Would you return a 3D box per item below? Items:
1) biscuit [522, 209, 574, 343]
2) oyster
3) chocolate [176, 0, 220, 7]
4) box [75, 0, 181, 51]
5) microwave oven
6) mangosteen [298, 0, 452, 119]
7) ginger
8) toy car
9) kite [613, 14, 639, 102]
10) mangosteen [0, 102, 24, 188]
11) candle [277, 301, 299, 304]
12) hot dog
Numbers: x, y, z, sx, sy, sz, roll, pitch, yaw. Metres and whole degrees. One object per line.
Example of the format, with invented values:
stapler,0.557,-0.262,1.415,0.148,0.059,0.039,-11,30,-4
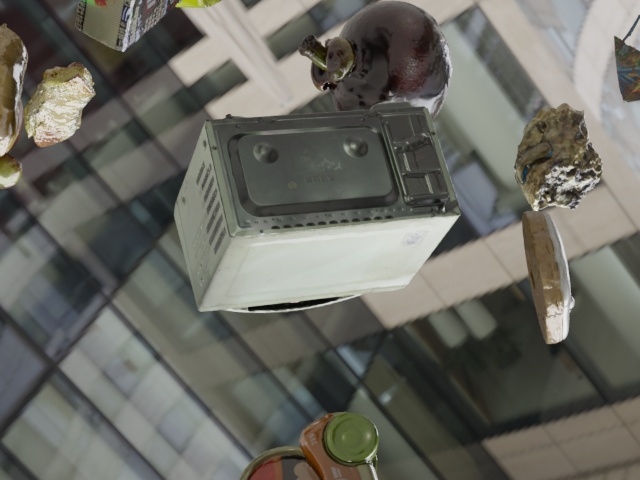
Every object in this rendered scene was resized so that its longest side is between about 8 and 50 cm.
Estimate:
biscuit,0.324,0.050,1.724,0.049,0.208,0.181,-10,-125,7
oyster,0.491,-0.172,2.492,0.214,0.223,0.083,-7,176,-28
chocolate,-0.210,-0.564,2.080,0.137,0.289,0.301,-6,-158,33
box,-0.220,-0.423,1.707,0.310,0.084,0.198,-56,170,-48
microwave oven,-0.020,-0.060,2.061,0.394,0.247,0.333,-5,152,-21
mangosteen,0.134,-0.357,2.567,0.297,0.297,0.293,-26,168,37
ginger,-0.441,-0.201,1.653,0.095,0.068,0.190,-97,-167,-86
toy car,-0.008,0.363,1.671,0.235,0.235,0.145,-46,159,-20
kite,0.548,-0.290,2.010,0.183,0.010,0.160,36,-97,32
mangosteen,-0.590,-0.177,2.029,0.215,0.258,0.215,-27,172,-4
candle,0.000,0.000,2.464,0.287,0.131,0.317,-13,137,-35
hot dog,-0.349,-0.192,1.637,0.169,0.078,0.061,-43,-132,44
